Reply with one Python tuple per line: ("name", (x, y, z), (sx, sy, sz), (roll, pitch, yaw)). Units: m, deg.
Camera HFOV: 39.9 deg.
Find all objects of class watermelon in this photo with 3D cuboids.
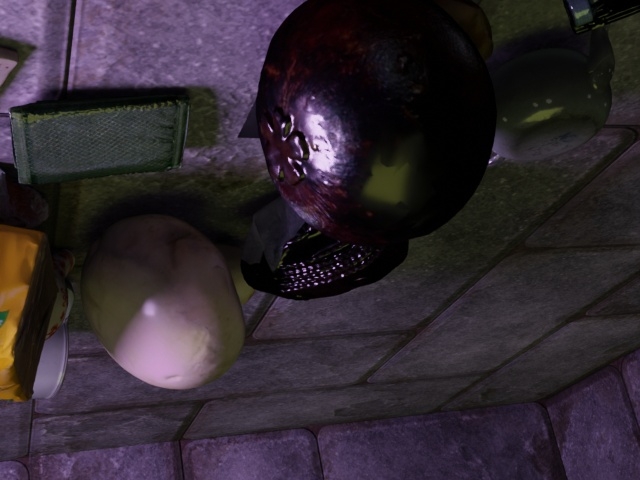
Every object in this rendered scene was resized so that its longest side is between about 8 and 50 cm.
("watermelon", (-0.479, -0.044, 1.347), (0.139, 0.071, 0.187), (-1, 154, -32))

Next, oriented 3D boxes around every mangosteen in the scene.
("mangosteen", (0.075, -0.155, 1.067), (0.330, 0.330, 0.330), (-10, 156, -4))

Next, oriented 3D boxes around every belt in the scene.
("belt", (0.000, 0.000, 1.504), (0.289, 0.184, 0.164), (-21, 163, 17))

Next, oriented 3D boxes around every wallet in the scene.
("wallet", (-0.302, -0.144, 1.217), (0.236, 0.055, 0.160), (-9, 154, -20))

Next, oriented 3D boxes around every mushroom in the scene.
("mushroom", (-0.265, 0.116, 1.529), (0.315, 0.315, 0.356), (-12, 163, 1))

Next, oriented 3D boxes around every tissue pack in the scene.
("tissue pack", (-0.600, 0.092, 1.289), (0.382, 0.228, 0.293), (9, 156, -10))

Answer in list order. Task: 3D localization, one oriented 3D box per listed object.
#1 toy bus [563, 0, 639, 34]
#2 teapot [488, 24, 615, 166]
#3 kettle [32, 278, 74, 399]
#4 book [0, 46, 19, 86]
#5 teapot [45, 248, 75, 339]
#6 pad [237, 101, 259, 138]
("toy bus", (0.295, -0.342, 0.922), (0.128, 0.150, 0.262), (-19, 160, 14))
("teapot", (0.319, -0.202, 1.280), (0.193, 0.129, 0.294), (7, 152, -36))
("kettle", (-0.646, 0.174, 1.645), (0.318, 0.265, 0.205), (9, -179, -37))
("book", (-0.493, -0.183, 1.083), (0.162, 0.022, 0.232), (9, 150, -39))
("teapot", (-0.527, 0.113, 1.520), (0.245, 0.159, 0.116), (-40, -170, 3))
("pad", (-0.019, -0.181, 1.322), (0.193, 0.004, 0.116), (-1, 155, -24))
